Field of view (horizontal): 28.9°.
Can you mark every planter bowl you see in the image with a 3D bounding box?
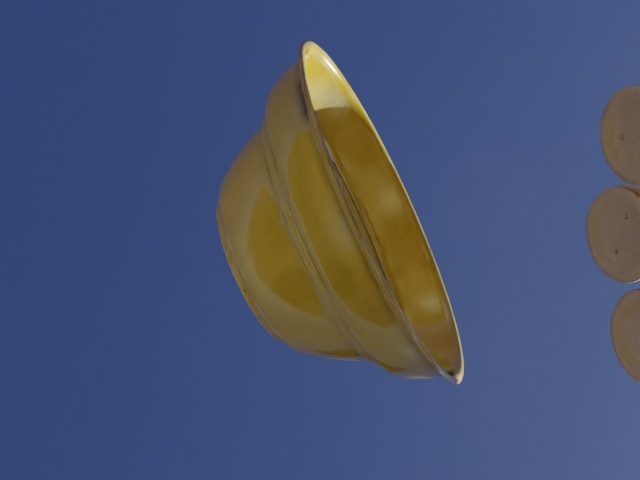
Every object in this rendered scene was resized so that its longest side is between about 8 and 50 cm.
[{"bbox_3d":[0.000,0.000,0.730,0.090,0.217,0.217,-25,-90,12],"label":"planter bowl"}]

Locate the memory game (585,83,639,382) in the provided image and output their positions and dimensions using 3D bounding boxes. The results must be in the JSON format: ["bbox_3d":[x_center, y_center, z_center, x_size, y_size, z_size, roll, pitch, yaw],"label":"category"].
[{"bbox_3d":[0.151,0.002,0.398,0.012,0.186,0.186,-9,-90,-29],"label":"memory game"}]
